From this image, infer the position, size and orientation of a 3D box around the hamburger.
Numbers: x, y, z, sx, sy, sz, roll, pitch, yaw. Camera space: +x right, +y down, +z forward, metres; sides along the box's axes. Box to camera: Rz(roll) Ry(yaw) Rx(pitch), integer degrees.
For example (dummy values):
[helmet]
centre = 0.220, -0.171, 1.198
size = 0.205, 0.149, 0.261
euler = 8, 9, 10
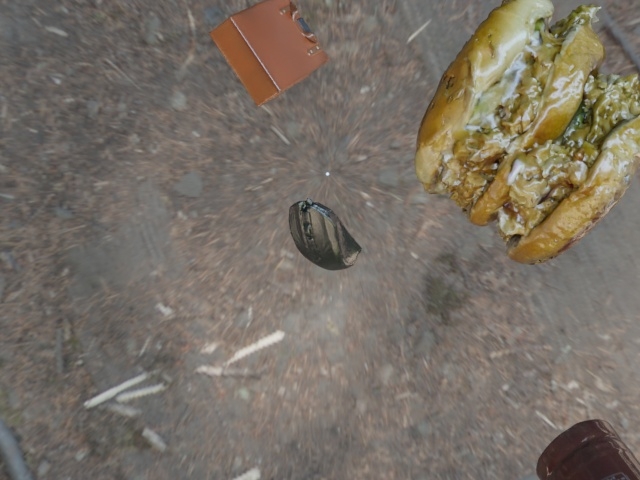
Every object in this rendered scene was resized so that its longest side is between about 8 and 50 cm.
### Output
[hamburger]
centre = 0.224, -0.118, 1.160
size = 0.211, 0.245, 0.260
euler = 35, 91, 6

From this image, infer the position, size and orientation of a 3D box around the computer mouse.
[computer mouse]
centre = 0.000, 0.000, 1.804
size = 0.099, 0.172, 0.057
euler = 13, 60, 33

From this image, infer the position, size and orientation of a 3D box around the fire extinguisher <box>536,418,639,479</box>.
[fire extinguisher]
centre = 0.375, 0.372, 1.314
size = 0.114, 0.337, 0.135
euler = 26, 112, -42

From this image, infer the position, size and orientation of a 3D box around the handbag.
[handbag]
centre = -0.069, -0.279, 1.648
size = 0.062, 0.190, 0.127
euler = -31, 97, 32
